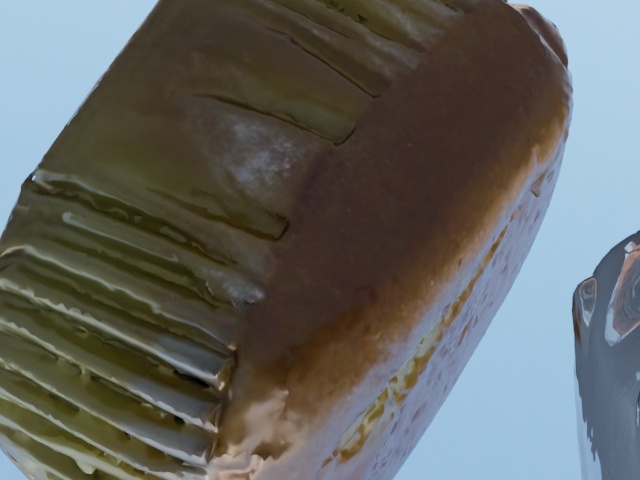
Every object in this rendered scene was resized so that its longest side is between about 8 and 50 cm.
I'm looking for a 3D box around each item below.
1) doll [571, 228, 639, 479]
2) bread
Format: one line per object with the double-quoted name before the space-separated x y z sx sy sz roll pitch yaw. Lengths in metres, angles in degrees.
"doll" 0.192 0.051 0.440 0.269 0.162 0.166 -21 -158 5
"bread" 0.000 0.000 0.690 0.156 0.204 0.288 22 -124 23
